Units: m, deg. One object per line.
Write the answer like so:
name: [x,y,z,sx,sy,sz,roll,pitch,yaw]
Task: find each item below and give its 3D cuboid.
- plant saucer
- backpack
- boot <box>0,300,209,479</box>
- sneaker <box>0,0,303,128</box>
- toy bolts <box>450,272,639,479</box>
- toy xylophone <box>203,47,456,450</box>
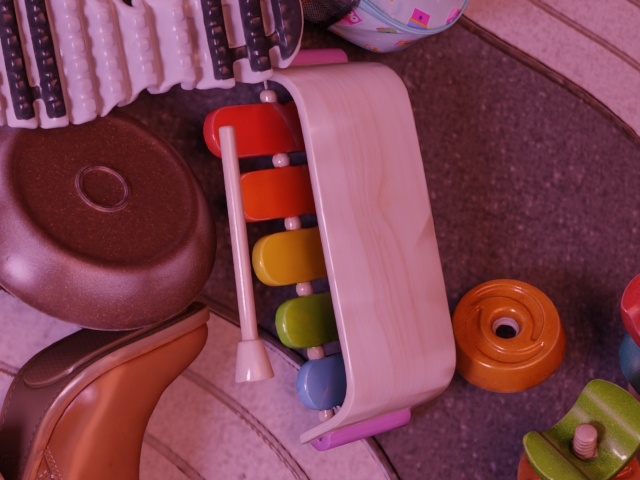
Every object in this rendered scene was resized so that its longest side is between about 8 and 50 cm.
plant saucer: [-0.160,-0.029,1.167,0.199,0.036,0.198,15,51,-19]
backpack: [0.042,-0.243,1.291,0.188,0.144,0.165,29,66,-26]
boot: [-0.151,0.190,1.164,0.283,0.109,0.220,-40,111,-37]
sneaker: [-0.164,-0.147,1.189,0.292,0.118,0.110,-8,105,-21]
toy bolts: [0.229,0.125,1.387,0.228,0.158,0.218,-33,60,-17]
toy xylophone: [0.000,0.000,1.256,0.236,0.081,0.322,1,82,-42]
